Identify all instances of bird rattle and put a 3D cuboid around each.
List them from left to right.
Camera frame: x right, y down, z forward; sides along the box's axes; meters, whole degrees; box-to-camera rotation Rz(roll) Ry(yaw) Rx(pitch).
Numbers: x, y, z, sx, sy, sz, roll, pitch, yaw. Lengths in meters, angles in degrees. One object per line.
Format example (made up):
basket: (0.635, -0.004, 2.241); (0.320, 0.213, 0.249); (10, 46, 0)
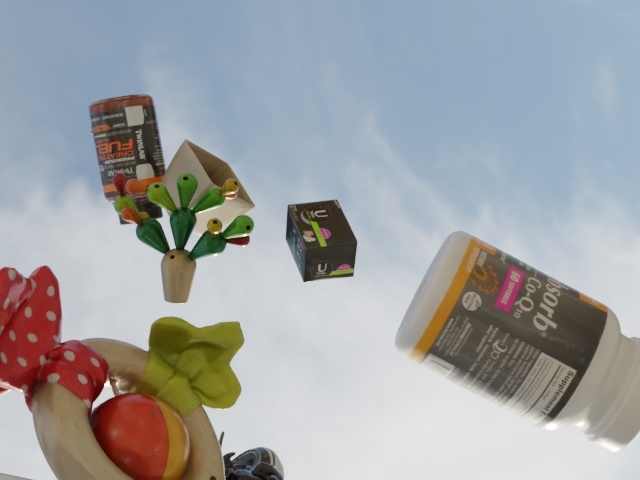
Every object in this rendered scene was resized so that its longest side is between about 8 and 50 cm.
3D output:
bird rattle: (-0.149, 0.123, 0.827); (0.253, 0.143, 0.207); (30, -154, -55)

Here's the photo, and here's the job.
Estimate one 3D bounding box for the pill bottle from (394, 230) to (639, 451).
pill bottle: (0.237, 0.117, 1.252); (0.278, 0.162, 0.162); (27, -130, 2)

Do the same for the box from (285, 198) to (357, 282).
box: (0.000, 0.000, 1.247); (0.062, 0.052, 0.083); (-7, -141, -15)

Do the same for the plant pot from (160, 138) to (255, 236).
plant pot: (-0.185, -0.071, 1.694); (0.109, 0.096, 0.109); (28, -158, -51)

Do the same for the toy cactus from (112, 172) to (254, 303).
toy cactus: (-0.192, -0.006, 1.522); (0.112, 0.219, 0.180); (-36, -47, -74)

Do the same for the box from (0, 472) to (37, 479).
box: (-0.176, 0.265, 0.631); (0.168, 0.345, 0.215); (-64, -26, -46)

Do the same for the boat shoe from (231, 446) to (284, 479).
boat shoe: (-0.156, 0.356, 1.450); (0.301, 0.108, 0.102); (-44, -63, -42)

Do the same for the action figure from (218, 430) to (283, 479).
action figure: (-0.056, 0.336, 1.197); (0.275, 0.141, 0.164); (40, -177, 24)

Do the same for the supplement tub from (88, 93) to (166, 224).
supplement tub: (-0.298, -0.126, 1.737); (0.106, 0.106, 0.198); (-14, -84, -50)
